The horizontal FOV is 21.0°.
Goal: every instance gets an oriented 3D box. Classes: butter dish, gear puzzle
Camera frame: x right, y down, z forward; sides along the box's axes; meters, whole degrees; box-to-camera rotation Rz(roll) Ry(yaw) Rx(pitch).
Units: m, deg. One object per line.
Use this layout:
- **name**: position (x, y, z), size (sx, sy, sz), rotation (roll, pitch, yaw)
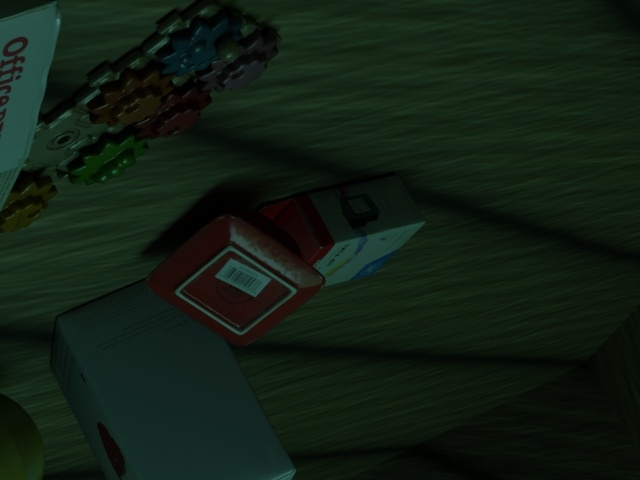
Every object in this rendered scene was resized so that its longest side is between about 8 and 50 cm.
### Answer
- **butter dish**: position (-0.094, 0.019, 1.985), size (0.160, 0.118, 0.160), rotation (35, 126, -25)
- **gear puzzle**: position (-0.191, -0.097, 1.595), size (0.339, 0.044, 0.175), rotation (-35, 163, 15)

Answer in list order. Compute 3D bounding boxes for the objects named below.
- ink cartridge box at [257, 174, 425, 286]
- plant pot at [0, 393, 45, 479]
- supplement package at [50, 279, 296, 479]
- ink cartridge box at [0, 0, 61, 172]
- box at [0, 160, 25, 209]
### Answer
- **ink cartridge box**: position (0.000, 0.000, 2.131), size (0.231, 0.078, 0.134), rotation (-14, 157, -41)
- **plant pot**: position (-0.432, 0.268, 1.952), size (0.254, 0.254, 0.239), rotation (-34, 179, 14)
- **supplement package**: position (-0.182, 0.213, 2.071), size (0.175, 0.293, 0.177), rotation (-23, 161, -21)
- **ink cartridge box**: position (-0.352, -0.104, 1.163), size (0.307, 0.129, 0.223), rotation (-21, 161, -26)
- **box**: position (-0.378, -0.046, 1.348), size (0.275, 0.094, 0.113), rotation (-17, 159, -36)
